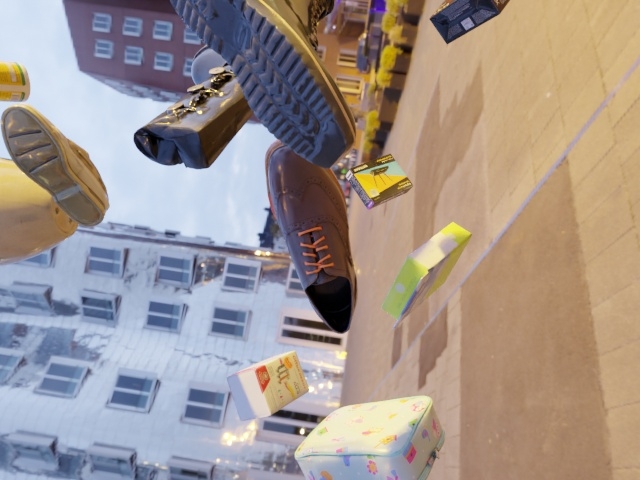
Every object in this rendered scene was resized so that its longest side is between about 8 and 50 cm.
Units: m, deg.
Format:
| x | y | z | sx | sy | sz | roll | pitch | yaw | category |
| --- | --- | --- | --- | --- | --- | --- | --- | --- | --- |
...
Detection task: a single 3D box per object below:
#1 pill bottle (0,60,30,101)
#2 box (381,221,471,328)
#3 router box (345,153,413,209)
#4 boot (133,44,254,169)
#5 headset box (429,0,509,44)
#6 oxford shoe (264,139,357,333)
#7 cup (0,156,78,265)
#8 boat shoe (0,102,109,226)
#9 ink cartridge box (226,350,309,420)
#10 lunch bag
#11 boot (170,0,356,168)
| x | y | z | sx | sy | sz | roll | pitch | yaw | category |
| --- | --- | --- | --- | --- | --- | --- | --- | --- | --- |
| -0.980 | -0.466 | 1.368 | 0.208 | 0.117 | 0.118 | -18 | -58 | -50 | pill bottle |
| 0.160 | 0.050 | 0.718 | 0.178 | 0.042 | 0.109 | -28 | -34 | -46 | box |
| 0.182 | -0.184 | 1.450 | 0.133 | 0.178 | 0.046 | 57 | 147 | 12 | router box |
| -0.297 | -0.344 | 1.176 | 0.146 | 0.366 | 0.445 | 58 | -133 | -36 | boot |
| 0.147 | -0.226 | 0.425 | 0.083 | 0.032 | 0.062 | -53 | 22 | -21 | headset box |
| 0.000 | 0.000 | 0.603 | 0.098 | 0.096 | 0.272 | -103 | -7 | -60 | oxford shoe |
| -0.865 | -0.091 | 1.382 | 0.331 | 0.236 | 0.332 | 177 | 90 | -89 | cup |
| -0.583 | -0.173 | 1.050 | 0.103 | 0.113 | 0.303 | -99 | -7 | -51 | boat shoe |
| -0.144 | 0.403 | 1.316 | 0.176 | 0.127 | 0.128 | -11 | -102 | -55 | ink cartridge box |
| 0.109 | 0.414 | 0.954 | 0.224 | 0.279 | 0.108 | -22 | -88 | -55 | lunch bag |
| -0.009 | -0.165 | 0.373 | 0.137 | 0.198 | 0.077 | -36 | -1 | -37 | boot |
